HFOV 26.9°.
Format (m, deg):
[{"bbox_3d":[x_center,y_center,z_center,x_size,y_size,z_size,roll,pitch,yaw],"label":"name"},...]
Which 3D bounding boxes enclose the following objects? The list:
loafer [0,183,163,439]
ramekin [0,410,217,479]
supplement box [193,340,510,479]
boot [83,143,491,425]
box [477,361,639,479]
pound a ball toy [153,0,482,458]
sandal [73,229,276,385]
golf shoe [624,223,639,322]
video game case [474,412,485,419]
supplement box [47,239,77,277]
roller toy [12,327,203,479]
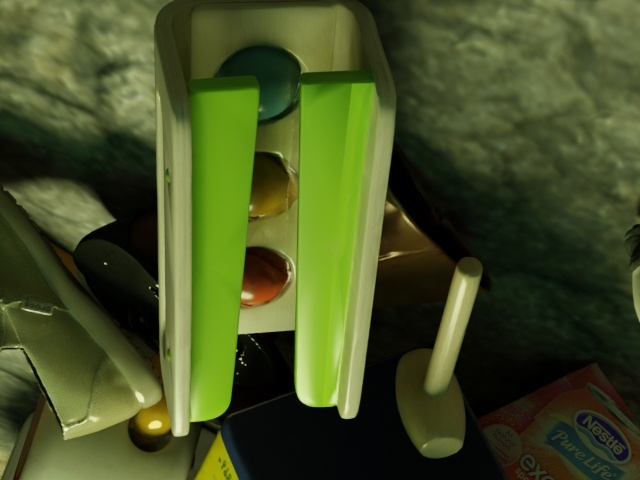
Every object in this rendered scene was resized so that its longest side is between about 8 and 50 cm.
[{"bbox_3d":[-0.230,0.040,0.985,0.268,0.092,0.102,48,164,-5],"label":"loafer"},{"bbox_3d":[-0.209,0.278,1.414,0.277,0.135,0.277,9,149,5],"label":"ramekin"},{"bbox_3d":[0.008,0.265,1.121,0.195,0.194,0.356,-17,157,-25],"label":"supplement box"},{"bbox_3d":[-0.001,0.044,1.032,0.280,0.096,0.264,-14,128,27],"label":"boot"},{"bbox_3d":[0.192,0.256,1.184,0.142,0.154,0.300,-23,153,-18],"label":"box"},{"bbox_3d":[0.000,0.000,0.856,0.208,0.135,0.319,-5,133,-10],"label":"pound a ball toy"},{"bbox_3d":[-0.110,0.062,0.981,0.179,0.040,0.067,39,130,-22],"label":"sandal"},{"bbox_3d":[0.331,0.061,0.903,0.273,0.120,0.105,15,147,-8],"label":"golf shoe"},{"bbox_3d":[0.037,0.213,1.318,0.232,0.042,0.210,8,148,5],"label":"video game case"},{"bbox_3d":[-0.315,0.053,1.139,0.233,0.080,0.078,-12,143,36],"label":"supplement box"},{"bbox_3d":[-0.180,0.174,1.186,0.146,0.209,0.191,19,-172,-12],"label":"roller toy"}]
